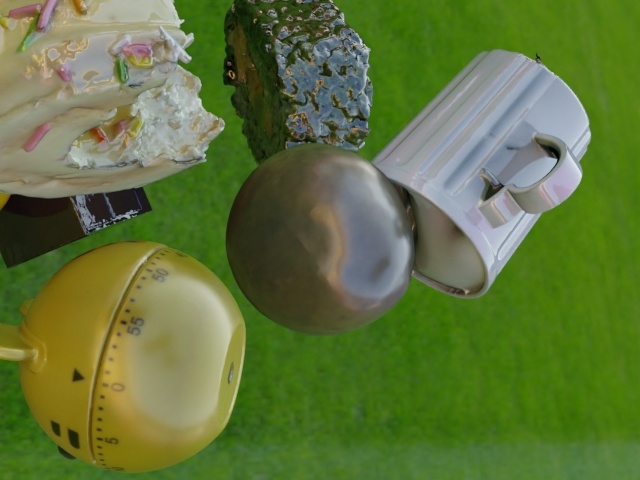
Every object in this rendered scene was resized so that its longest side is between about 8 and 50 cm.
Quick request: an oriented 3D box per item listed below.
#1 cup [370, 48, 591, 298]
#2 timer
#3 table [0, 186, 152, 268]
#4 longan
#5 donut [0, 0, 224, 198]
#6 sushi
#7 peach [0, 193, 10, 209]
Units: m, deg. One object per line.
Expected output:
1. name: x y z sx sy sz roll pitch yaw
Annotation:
1. cup: 0.169 -0.060 1.183 0.202 0.221 0.167 -49 142 -21
2. timer: -0.313 0.163 1.810 0.376 0.387 0.376 12 90 -82
3. table: -0.389 -0.081 1.876 0.193 0.172 0.169 -26 95 -62
4. longan: 0.000 0.000 1.092 0.167 0.187 0.167 -23 126 -36
5. donut: -0.273 -0.156 1.334 0.371 0.307 0.150 78 -3 -77
6. sushi: -0.042 -0.254 2.082 0.352 0.178 0.294 -119 -153 -49
7. peach: -0.580 -0.140 1.688 0.289 0.289 0.308 21 36 -61
